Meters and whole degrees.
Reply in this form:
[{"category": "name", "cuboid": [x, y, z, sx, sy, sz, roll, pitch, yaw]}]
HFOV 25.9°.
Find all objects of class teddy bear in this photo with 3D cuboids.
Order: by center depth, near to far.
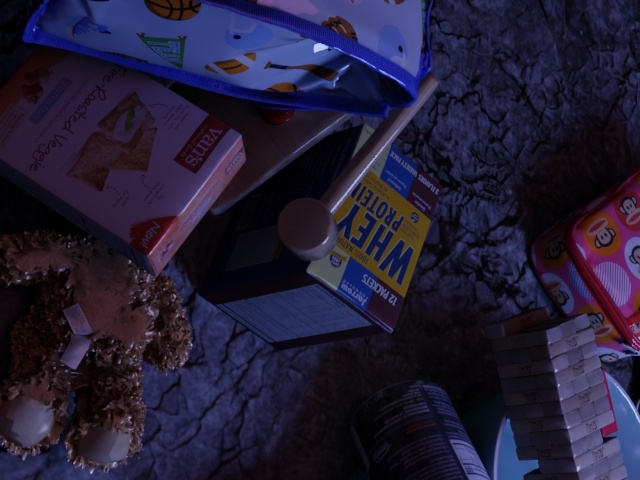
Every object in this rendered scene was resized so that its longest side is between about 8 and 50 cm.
[{"category": "teddy bear", "cuboid": [-0.242, 0.073, 1.453, 0.245, 0.113, 0.338, -1, 82, -22]}]

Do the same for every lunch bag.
[{"category": "lunch bag", "cuboid": [-0.065, -0.314, 1.348, 0.386, 0.239, 0.327, 11, 74, -18]}, {"category": "lunch bag", "cuboid": [0.465, 0.042, 2.015, 0.293, 0.120, 0.258, -34, 92, -36]}]

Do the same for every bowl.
[{"category": "bowl", "cuboid": [0.274, 0.314, 1.794, 0.312, 0.163, 0.311, 10, 74, -38]}]

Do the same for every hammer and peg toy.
[{"category": "hammer and peg toy", "cuboid": [-0.052, -0.157, 1.499, 0.266, 0.127, 0.361, -38, 76, -7]}]

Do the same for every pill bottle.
[{"category": "pill bottle", "cuboid": [0.133, 0.293, 1.627, 0.130, 0.130, 0.245, 16, 35, -37]}]

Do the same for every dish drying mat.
[{"category": "dish drying mat", "cuboid": [0.360, 0.207, 1.777, 0.032, 0.008, 0.083, -14, 91, -41]}]

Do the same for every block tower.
[{"category": "block tower", "cuboid": [0.296, 0.248, 1.658, 0.091, 0.097, 0.335, -15, 90, -42]}]

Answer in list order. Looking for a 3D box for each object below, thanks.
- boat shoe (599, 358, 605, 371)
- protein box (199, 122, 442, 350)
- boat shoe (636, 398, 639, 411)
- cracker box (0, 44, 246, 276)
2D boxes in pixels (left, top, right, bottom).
[{"category": "boat shoe", "cuboid": [0.401, 0.290, 1.941, 0.104, 0.111, 0.307, -28, 99, -39]}, {"category": "protein box", "cuboid": [0.000, 0.000, 1.600, 0.136, 0.201, 0.199, 37, 59, -29]}, {"category": "boat shoe", "cuboid": [0.510, 0.246, 2.064, 0.095, 0.079, 0.254, 14, 70, -35]}, {"category": "cracker box", "cuboid": [-0.212, -0.093, 1.383, 0.232, 0.067, 0.155, 32, 73, 12]}]
